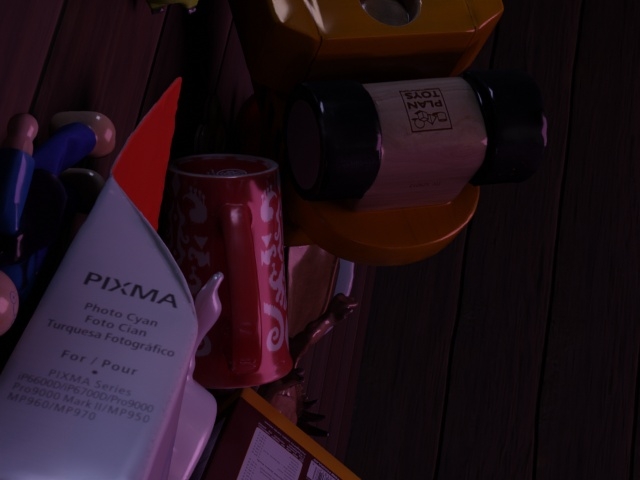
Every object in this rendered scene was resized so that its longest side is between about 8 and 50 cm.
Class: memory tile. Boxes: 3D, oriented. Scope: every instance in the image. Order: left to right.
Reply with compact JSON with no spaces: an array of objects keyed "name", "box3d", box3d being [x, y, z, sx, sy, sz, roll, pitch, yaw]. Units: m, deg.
[{"name":"memory tile","box3d":[-0.103,-0.046,1.267,0.113,0.012,0.148,88,11,-51]}]

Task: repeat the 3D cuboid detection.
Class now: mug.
[{"name":"mug","box3d":[-0.066,0.024,1.147,0.113,0.150,0.169,-11,109,-41]}]

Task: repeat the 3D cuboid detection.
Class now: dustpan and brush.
[{"name":"dustpan and brush","box3d":[-0.109,0.123,1.073,0.211,0.060,0.147,-57,-169,10]}]

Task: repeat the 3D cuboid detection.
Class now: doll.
[{"name":"doll","box3d":[-0.154,-0.008,0.750,0.189,0.046,0.129,-72,176,-60]}]

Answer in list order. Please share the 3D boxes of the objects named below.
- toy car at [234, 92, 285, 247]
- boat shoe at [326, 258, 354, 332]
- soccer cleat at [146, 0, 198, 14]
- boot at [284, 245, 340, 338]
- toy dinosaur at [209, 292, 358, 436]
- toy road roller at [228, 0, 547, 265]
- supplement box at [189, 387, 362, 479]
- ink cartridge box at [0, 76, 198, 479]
[{"name":"toy car","box3d":[-0.029,-0.081,1.409,0.136,0.159,0.182,61,0,10]},{"name":"boat shoe","box3d":[0.000,0.000,1.837,0.088,0.096,0.267,62,27,-70]},{"name":"soccer cleat","box3d":[-0.089,-0.222,1.040,0.179,0.060,0.072,-68,156,-59]},{"name":"boot","box3d":[-0.022,-0.025,1.599,0.115,0.112,0.305,-43,143,-62]},{"name":"toy dinosaur","box3d":[-0.061,0.165,1.404,0.295,0.127,0.200,-58,162,-61]},{"name":"toy road roller","box3d":[0.026,-0.133,1.233,0.240,0.203,0.329,124,-45,-58]},{"name":"supplement box","box3d":[-0.048,0.258,1.134,0.129,0.191,0.194,-44,-169,26]},{"name":"ink cartridge box","box3d":[-0.117,0.128,0.842,0.385,0.091,0.308,-71,175,-55]}]
